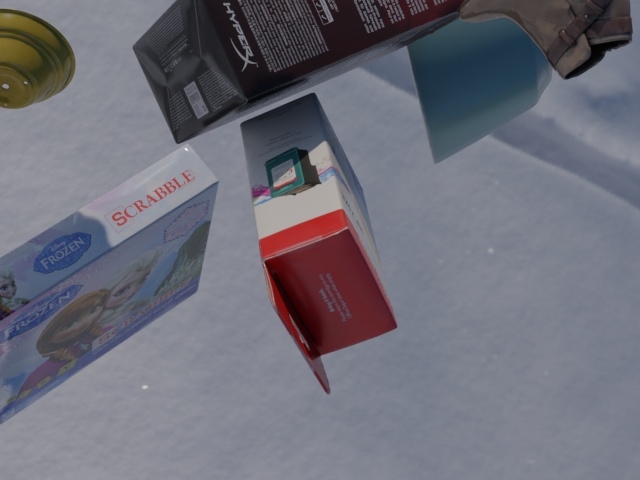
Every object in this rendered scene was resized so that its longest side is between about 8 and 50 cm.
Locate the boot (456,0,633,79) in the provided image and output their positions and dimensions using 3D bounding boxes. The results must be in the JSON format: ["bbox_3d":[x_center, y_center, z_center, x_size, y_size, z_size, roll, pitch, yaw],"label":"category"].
[{"bbox_3d":[0.160,-0.153,0.829,0.042,0.118,0.086,-2,69,-53],"label":"boot"}]

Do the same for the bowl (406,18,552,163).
[{"bbox_3d":[0.181,-0.258,1.417,0.311,0.163,0.311,-11,90,-83],"label":"bowl"}]

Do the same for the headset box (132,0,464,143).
[{"bbox_3d":[0.000,-0.207,1.088,0.293,0.218,0.110,-26,95,-22],"label":"headset box"}]

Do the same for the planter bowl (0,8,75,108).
[{"bbox_3d":[-0.552,-0.299,2.088,0.217,0.217,0.090,33,40,-31],"label":"planter bowl"}]

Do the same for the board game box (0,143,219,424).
[{"bbox_3d":[-0.276,0.061,1.401,0.319,0.318,0.066,-35,75,-23],"label":"board game box"}]

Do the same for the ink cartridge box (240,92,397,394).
[{"bbox_3d":[0.000,0.000,1.005,0.231,0.078,0.134,-102,168,-46],"label":"ink cartridge box"}]
